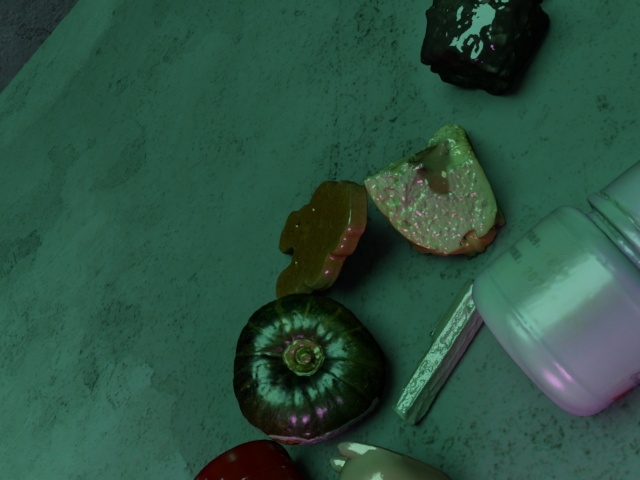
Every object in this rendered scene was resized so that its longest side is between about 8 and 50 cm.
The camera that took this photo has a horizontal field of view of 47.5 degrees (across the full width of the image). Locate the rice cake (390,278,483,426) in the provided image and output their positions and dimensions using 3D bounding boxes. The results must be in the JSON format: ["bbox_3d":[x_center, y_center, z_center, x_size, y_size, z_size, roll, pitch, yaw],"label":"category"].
[{"bbox_3d":[0.195,0.178,1.174,0.256,0.052,0.057,-58,20,2],"label":"rice cake"}]

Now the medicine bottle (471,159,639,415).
[{"bbox_3d":[0.382,0.055,0.960,0.302,0.241,0.241,-43,51,14],"label":"medicine bottle"}]

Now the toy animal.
[{"bbox_3d":[0.111,0.429,1.017,0.195,0.213,0.256,113,167,-57],"label":"toy animal"}]

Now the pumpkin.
[{"bbox_3d":[-0.022,0.215,1.240,0.261,0.189,0.260,-2,73,6],"label":"pumpkin"}]

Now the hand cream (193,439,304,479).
[{"bbox_3d":[-0.113,0.434,1.200,0.193,0.193,0.125,-49,47,9],"label":"hand cream"}]

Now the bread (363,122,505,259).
[{"bbox_3d":[0.210,-0.070,1.256,0.184,0.224,0.211,-30,97,16],"label":"bread"}]

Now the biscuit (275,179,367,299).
[{"bbox_3d":[0.000,0.000,1.313,0.334,0.047,0.201,138,139,-57],"label":"biscuit"}]

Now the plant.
[{"bbox_3d":[0.298,-0.407,1.270,0.189,0.199,0.275,15,83,34],"label":"plant"}]
